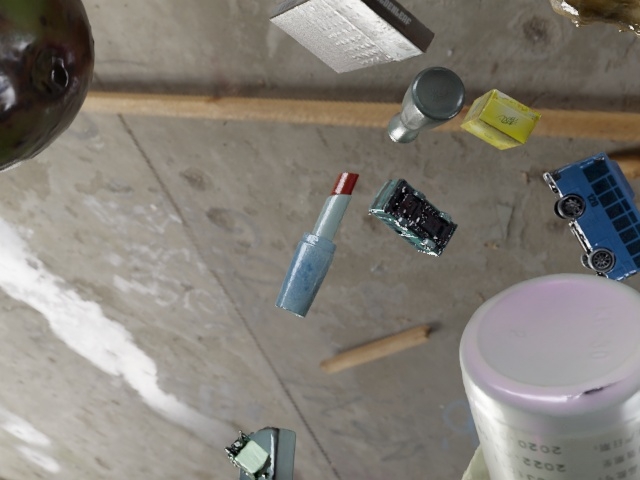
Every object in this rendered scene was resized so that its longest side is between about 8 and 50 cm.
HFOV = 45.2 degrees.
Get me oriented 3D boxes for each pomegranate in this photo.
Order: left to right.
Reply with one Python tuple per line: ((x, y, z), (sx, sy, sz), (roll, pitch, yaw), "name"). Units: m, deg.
((-0.355, -0.192, 0.673), (0.306, 0.242, 0.242), (34, 144, 2), "pomegranate")

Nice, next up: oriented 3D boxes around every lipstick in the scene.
((0.000, 0.000, 1.359), (0.068, 0.274, 0.061), (22, 171, 9), "lipstick")

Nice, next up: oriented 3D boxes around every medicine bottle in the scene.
((0.231, 0.187, 0.690), (0.170, 0.170, 0.293), (2, 126, 30), "medicine bottle")

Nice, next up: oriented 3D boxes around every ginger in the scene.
((0.471, -0.406, 1.282), (0.334, 0.081, 0.148), (42, 145, 16), "ginger")

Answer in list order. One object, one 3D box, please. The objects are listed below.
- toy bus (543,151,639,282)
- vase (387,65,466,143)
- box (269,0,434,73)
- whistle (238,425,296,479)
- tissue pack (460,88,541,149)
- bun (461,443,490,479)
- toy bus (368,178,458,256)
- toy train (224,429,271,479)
((0.512, -0.045, 1.400), (0.133, 0.116, 0.234), (-28, 86, 11), "toy bus")
((0.163, -0.211, 1.262), (0.086, 0.086, 0.214), (30, 170, -5), "vase")
((0.043, -0.374, 1.342), (0.180, 0.047, 0.325), (34, 172, -23), "box")
((-0.028, 0.399, 0.990), (0.163, 0.289, 0.163), (2, 153, 1), "whistle")
((0.319, -0.214, 1.385), (0.095, 0.062, 0.176), (29, -178, -2), "tissue pack")
((0.324, 0.353, 1.166), (0.160, 0.259, 0.259), (24, 146, 26), "bun")
((0.170, -0.045, 1.457), (0.160, 0.079, 0.092), (37, 168, -26), "toy bus")
((-0.080, 0.252, 0.887), (0.053, 0.033, 0.083), (35, 159, 23), "toy train")
